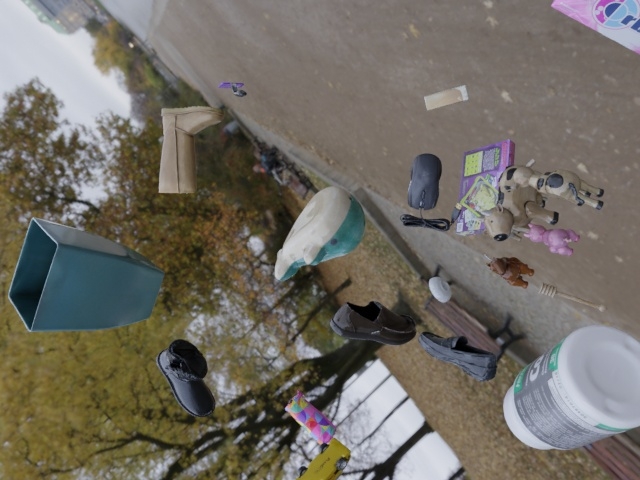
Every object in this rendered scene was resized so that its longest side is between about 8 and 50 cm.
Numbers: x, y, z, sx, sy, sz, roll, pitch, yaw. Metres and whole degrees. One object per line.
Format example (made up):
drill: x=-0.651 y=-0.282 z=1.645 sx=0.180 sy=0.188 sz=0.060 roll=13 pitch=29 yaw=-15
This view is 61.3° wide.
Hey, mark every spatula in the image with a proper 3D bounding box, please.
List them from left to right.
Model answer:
spatula: x=-0.280 y=-0.500 z=1.790 sx=0.296 sy=0.084 sz=0.030 roll=-128 pitch=38 yaw=-61

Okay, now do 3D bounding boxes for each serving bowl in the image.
serving bowl: x=0.363 y=0.142 z=1.612 sx=0.083 sy=0.027 sz=0.083 roll=26 pitch=-136 yaw=-28

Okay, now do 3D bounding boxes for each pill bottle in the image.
pill bottle: x=0.549 y=0.340 z=1.185 sx=0.204 sy=0.204 sz=0.361 roll=47 pitch=156 yaw=20

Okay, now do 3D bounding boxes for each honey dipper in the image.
honey dipper: x=0.621 y=0.143 z=1.330 sx=0.160 sy=0.031 sz=0.030 roll=20 pitch=174 yaw=12

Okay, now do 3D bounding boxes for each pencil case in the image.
pencil case: x=-0.039 y=0.726 z=2.203 sx=0.236 sy=0.104 sz=0.104 roll=43 pitch=179 yaw=10

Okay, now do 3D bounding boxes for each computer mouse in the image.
computer mouse: x=0.355 y=-0.133 z=1.676 sx=0.183 sy=0.262 sz=0.060 roll=11 pitch=-147 yaw=5

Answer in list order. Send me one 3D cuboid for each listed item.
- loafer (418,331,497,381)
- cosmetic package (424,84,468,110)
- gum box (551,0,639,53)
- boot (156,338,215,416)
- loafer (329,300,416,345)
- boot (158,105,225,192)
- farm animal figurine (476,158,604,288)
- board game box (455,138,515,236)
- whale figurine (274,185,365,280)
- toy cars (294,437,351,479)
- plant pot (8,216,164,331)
loafer: x=0.342 y=0.271 z=1.350 sx=0.076 sy=0.078 sz=0.223 roll=-5 pitch=-161 yaw=-40
cosmetic package: x=0.351 y=-0.395 z=1.504 sx=0.060 sy=0.115 sz=0.041 roll=-36 pitch=-67 yaw=-71
gum box: x=0.478 y=-0.376 z=0.839 sx=0.188 sy=0.062 sz=0.107 roll=29 pitch=161 yaw=1
boot: x=-0.367 y=0.398 z=1.537 sx=0.247 sy=0.094 sz=0.207 roll=55 pitch=148 yaw=-2
loafer: x=0.131 y=0.179 z=1.205 sx=0.219 sy=0.078 sz=0.080 roll=8 pitch=-154 yaw=-29
boot: x=-0.411 y=-0.285 z=1.730 sx=0.236 sy=0.270 sz=0.089 roll=2 pitch=-177 yaw=24
farm animal figurine: x=0.461 y=-0.074 z=1.238 sx=0.172 sy=0.330 sz=0.327 roll=23 pitch=-140 yaw=-2
board game box: x=0.621 y=-0.195 z=2.033 sx=0.056 sy=0.347 sz=0.208 roll=22 pitch=160 yaw=-32
whale figurine: x=0.000 y=0.000 z=1.297 sx=0.141 sy=0.272 sz=0.216 roll=33 pitch=-152 yaw=-19
toy cars: x=0.004 y=0.767 z=1.550 sx=0.394 sy=0.176 sz=0.087 roll=-79 pitch=-31 yaw=-49
plant pot: x=-0.444 y=0.076 z=1.058 sx=0.234 sy=0.166 sz=0.165 roll=14 pitch=-171 yaw=-45
